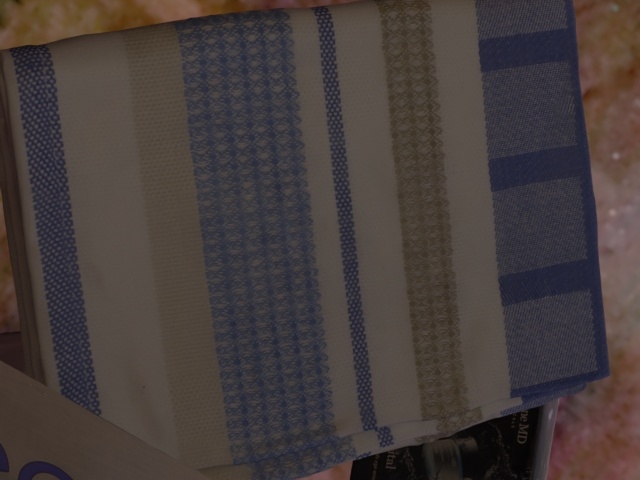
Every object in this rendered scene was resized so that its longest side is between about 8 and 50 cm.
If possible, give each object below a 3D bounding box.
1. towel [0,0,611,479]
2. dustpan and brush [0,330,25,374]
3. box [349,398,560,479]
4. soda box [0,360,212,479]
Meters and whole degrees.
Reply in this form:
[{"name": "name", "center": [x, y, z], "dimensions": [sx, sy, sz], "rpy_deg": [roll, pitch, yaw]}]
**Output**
[{"name": "towel", "center": [0.000, 0.000, 0.684], "dimensions": [0.285, 0.209, 0.034], "rpy_deg": [-12, -169, -25]}, {"name": "dustpan and brush", "center": [-0.308, 0.161, 1.391], "dimensions": [0.147, 0.060, 0.211], "rpy_deg": [-6, -154, 41]}, {"name": "box", "center": [0.115, 0.183, 1.329], "dimensions": [0.093, 0.158, 0.156], "rpy_deg": [47, 51, -67]}, {"name": "soda box", "center": [-0.051, 0.129, 0.438], "dimensions": [0.091, 0.286, 0.098], "rpy_deg": [-43, -154, 27]}]
